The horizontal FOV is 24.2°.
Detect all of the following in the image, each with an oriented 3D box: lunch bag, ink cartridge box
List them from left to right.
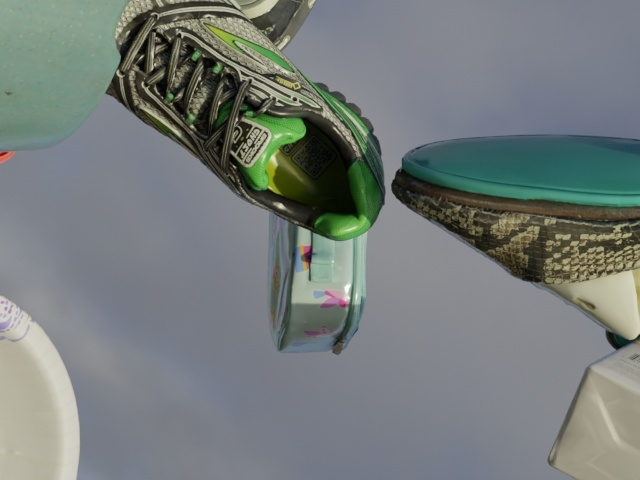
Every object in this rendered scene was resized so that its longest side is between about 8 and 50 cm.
[{"bbox_3d":[0.000,0.000,1.825,0.224,0.107,0.279,119,-28,-70],"label":"lunch bag"},{"bbox_3d":[0.408,0.192,1.569,0.207,0.353,0.119,26,-71,25],"label":"ink cartridge box"}]

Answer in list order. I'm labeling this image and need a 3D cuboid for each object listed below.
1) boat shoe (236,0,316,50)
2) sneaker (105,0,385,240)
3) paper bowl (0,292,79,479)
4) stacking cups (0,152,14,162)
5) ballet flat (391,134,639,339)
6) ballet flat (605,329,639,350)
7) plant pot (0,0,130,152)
[{"bbox_3d":[-0.021,-0.260,1.350,0.084,0.233,0.079,6,-37,32],"label":"boat shoe"},{"bbox_3d":[-0.077,-0.123,1.201,0.343,0.134,0.146,32,12,-18],"label":"sneaker"},{"bbox_3d":[-0.321,0.150,1.033,0.148,0.284,0.284,11,-46,45],"label":"paper bowl"},{"bbox_3d":[-0.333,-0.062,1.186,0.316,0.096,0.096,-13,-68,57],"label":"stacking cups"},{"bbox_3d":[0.301,-0.013,1.152,0.164,0.482,0.182,-66,145,-66],"label":"ballet flat"},{"bbox_3d":[0.395,0.035,1.679,0.072,0.213,0.068,37,16,-6],"label":"ballet flat"},{"bbox_3d":[-0.304,-0.186,0.862,0.341,0.334,0.341,-4,-94,53],"label":"plant pot"}]
